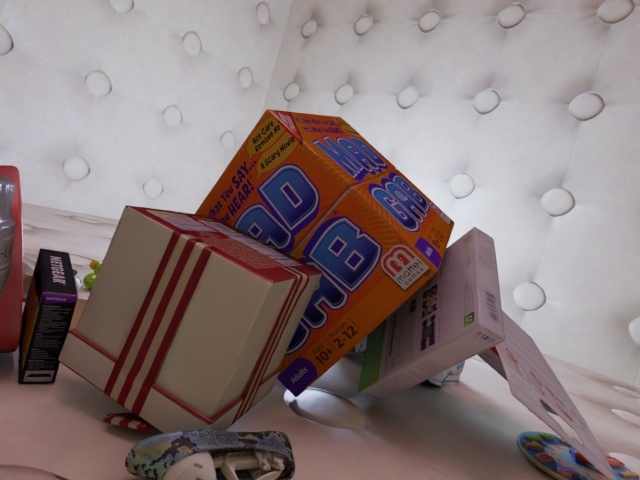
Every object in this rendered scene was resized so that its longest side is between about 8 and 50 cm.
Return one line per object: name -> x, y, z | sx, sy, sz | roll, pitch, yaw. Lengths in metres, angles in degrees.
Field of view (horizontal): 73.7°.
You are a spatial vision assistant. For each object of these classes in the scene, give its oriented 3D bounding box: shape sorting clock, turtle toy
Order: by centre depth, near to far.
shape sorting clock -> 0.467, 0.400, 0.772 | 0.207, 0.040, 0.206 | 16, 1, 0
turtle toy -> -0.547, 0.093, 1.094 | 0.095, 0.066, 0.130 | 14, 2, 17

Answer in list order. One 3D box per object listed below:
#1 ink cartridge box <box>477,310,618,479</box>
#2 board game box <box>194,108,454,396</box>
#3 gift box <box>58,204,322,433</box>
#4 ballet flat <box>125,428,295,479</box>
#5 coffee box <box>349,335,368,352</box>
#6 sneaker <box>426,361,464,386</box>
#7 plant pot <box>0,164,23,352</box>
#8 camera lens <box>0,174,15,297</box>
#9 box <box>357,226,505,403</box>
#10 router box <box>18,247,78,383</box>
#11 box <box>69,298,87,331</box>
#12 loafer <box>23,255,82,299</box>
ink cartridge box -> 0.358, 0.246, 0.816 | 0.308, 0.091, 0.384 | 41, 22, -16
board game box -> 0.000, 0.000, 0.859 | 0.356, 0.356, 0.356 | 44, 24, 6
gift box -> -0.182, 0.109, 0.621 | 0.277, 0.257, 0.255 | 25, 5, 20
ballet flat -> -0.106, 0.241, 0.459 | 0.189, 0.070, 0.070 | 11, 4, -33
coffee box -> 0.192, 0.225, 1.078 | 0.297, 0.118, 0.168 | -11, -16, 43
sneaker -> 0.307, 0.318, 1.113 | 0.088, 0.092, 0.229 | 19, 5, 38
plant pot -> -0.539, 0.024, 0.550 | 0.244, 0.274, 0.275 | 1, 10, -39
camera lens -> -0.359, 0.063, 0.289 | 0.220, 0.273, 0.219 | 15, 2, 0
box -> 0.197, 0.148, 0.809 | 0.059, 0.232, 0.322 | 33, -47, -13
router box -> -0.403, 0.103, 0.628 | 0.046, 0.133, 0.179 | 14, 9, -37
box -> -0.454, 0.151, 0.821 | 0.165, 0.021, 0.201 | 15, 2, -25
loafer -> -0.615, 0.067, 0.867 | 0.102, 0.091, 0.269 | 20, 6, 28
